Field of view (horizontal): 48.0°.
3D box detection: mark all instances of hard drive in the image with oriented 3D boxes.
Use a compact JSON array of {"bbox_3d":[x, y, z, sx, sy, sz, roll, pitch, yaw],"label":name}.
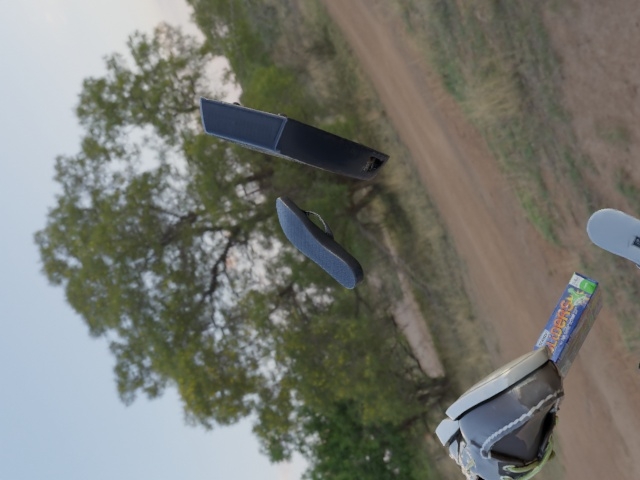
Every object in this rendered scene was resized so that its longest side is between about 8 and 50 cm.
[{"bbox_3d":[-0.033,-0.136,0.998,0.255,0.172,0.054,9,-81,-56],"label":"hard drive"}]

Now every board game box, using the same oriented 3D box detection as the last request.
[{"bbox_3d":[0.353,0.129,1.023,0.035,0.136,0.201,28,178,26],"label":"board game box"}]

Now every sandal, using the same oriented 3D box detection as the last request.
[{"bbox_3d":[0.000,0.001,1.480,0.254,0.054,0.097,44,149,21],"label":"sandal"}]

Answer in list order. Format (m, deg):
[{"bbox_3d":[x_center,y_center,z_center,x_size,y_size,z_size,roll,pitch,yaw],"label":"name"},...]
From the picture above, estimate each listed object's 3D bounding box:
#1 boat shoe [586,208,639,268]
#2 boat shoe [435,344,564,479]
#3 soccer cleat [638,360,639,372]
[{"bbox_3d":[0.676,0.033,1.416,0.306,0.113,0.105,27,-165,25],"label":"boat shoe"},{"bbox_3d":[0.190,0.195,0.729,0.096,0.117,0.324,60,169,22],"label":"boat shoe"},{"bbox_3d":[0.504,0.177,0.915,0.072,0.179,0.060,-59,-28,-61],"label":"soccer cleat"}]
